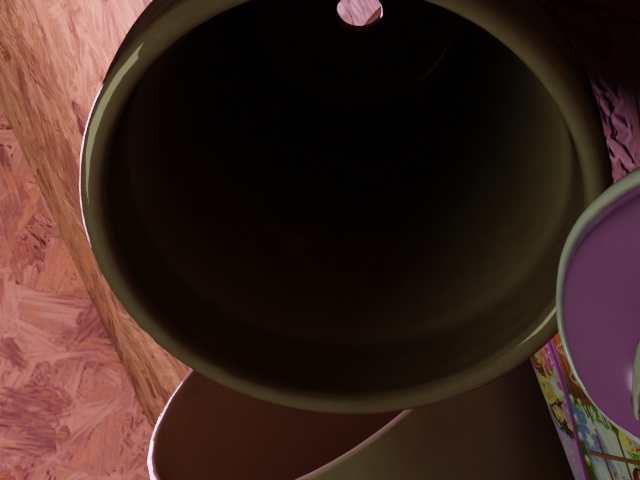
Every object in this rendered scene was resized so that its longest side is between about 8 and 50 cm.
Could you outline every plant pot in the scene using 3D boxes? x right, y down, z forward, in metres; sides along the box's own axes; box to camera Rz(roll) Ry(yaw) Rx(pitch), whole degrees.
[{"bbox_3d":[0.014,-0.077,1.019,0.229,0.263,0.263,-87,-12,-56],"label":"plant pot"},{"bbox_3d":[0.070,0.177,1.246,0.274,0.256,0.256,55,170,-22],"label":"plant pot"}]

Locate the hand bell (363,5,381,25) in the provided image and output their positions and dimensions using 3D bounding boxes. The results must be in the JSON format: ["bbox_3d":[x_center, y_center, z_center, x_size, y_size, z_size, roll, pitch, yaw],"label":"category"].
[{"bbox_3d":[0.025,-0.080,1.288,0.126,0.126,0.242,59,150,28],"label":"hand bell"}]

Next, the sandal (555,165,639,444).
[{"bbox_3d":[0.197,0.049,0.749,0.416,0.102,0.169,2,111,62],"label":"sandal"}]

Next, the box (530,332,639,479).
[{"bbox_3d":[0.202,0.138,1.024,0.293,0.057,0.201,69,165,-5],"label":"box"}]
